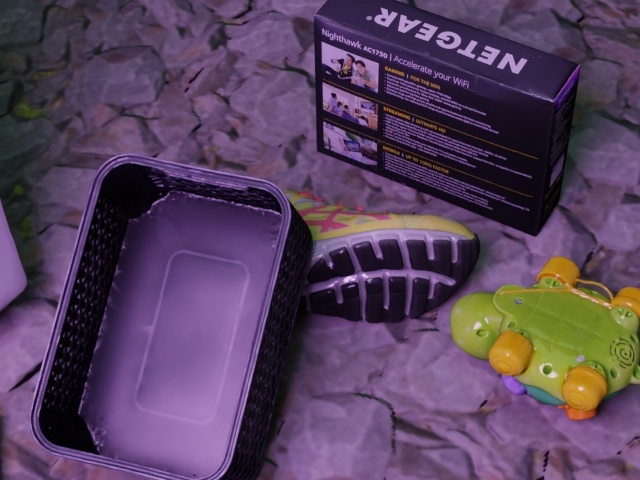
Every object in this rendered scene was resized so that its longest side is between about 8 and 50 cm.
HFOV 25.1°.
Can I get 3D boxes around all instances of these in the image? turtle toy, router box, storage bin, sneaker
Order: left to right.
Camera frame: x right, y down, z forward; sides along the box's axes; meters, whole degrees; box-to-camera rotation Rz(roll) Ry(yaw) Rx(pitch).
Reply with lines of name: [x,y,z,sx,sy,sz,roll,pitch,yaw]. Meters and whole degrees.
storage bin: [-0.085,0.051,0.852,0.122,0.084,0.180,12,79,11]
sneaker: [0.000,0.000,0.948,0.208,0.081,0.094,-4,47,-2]
router box: [0.082,-0.089,0.990,0.179,0.133,0.046,23,54,19]
turtle toy: [0.141,0.063,0.898,0.130,0.066,0.095,24,54,21]

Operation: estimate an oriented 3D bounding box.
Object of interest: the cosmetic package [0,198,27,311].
cosmetic package: [-0.423,-0.070,0.792,0.329,0.393,0.327,27,55,29]
